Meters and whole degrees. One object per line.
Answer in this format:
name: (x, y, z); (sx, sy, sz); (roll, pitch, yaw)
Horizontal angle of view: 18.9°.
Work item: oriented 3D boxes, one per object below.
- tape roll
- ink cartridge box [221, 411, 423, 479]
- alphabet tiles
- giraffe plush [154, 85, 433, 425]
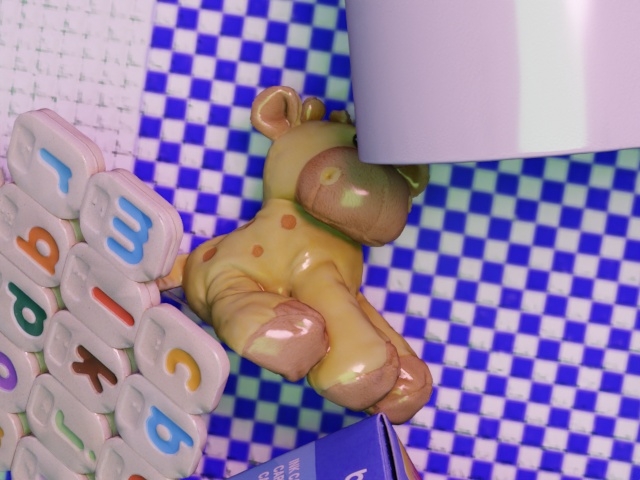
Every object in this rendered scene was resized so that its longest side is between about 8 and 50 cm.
tape roll: (0.136, -0.139, 1.173); (0.246, 0.246, 0.169); (-4, 95, 6)
ink cartridge box: (-0.020, 0.291, 1.226); (0.395, 0.151, 0.270); (-23, 117, 10)
alphabet tiles: (-0.175, 0.058, 1.278); (0.278, 0.021, 0.284); (37, 127, 24)
giraffe plush: (0.000, 0.000, 1.275); (0.210, 0.181, 0.170); (29, 91, 35)
